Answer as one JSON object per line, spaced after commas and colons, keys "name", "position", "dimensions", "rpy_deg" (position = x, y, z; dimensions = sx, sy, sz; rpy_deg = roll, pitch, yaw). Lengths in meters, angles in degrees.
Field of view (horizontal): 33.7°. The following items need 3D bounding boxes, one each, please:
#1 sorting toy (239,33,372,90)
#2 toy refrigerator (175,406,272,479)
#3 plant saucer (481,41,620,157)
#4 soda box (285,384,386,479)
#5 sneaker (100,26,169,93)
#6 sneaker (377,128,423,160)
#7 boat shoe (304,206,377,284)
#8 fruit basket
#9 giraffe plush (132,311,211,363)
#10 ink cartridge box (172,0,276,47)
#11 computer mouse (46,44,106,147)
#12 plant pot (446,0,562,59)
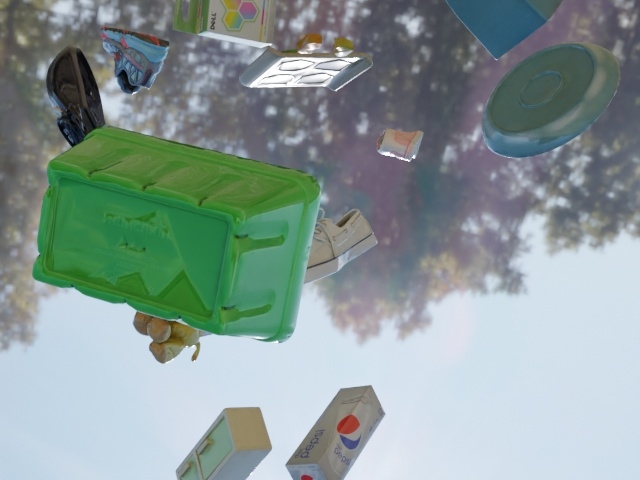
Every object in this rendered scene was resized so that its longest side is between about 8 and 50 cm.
{"name": "sorting toy", "position": [-0.015, -0.372, 2.172], "dimensions": [0.229, 0.041, 0.307], "rpy_deg": [0, 171, -23]}
{"name": "toy refrigerator", "position": [-0.210, 0.460, 2.209], "dimensions": [0.094, 0.269, 0.102], "rpy_deg": [4, -130, -33]}
{"name": "plant saucer", "position": [0.467, -0.305, 2.205], "dimensions": [0.044, 0.317, 0.317], "rpy_deg": [45, -178, -34]}
{"name": "soda box", "position": [0.039, 0.451, 2.405], "dimensions": [0.098, 0.091, 0.286], "rpy_deg": [-11, -156, 37]}
{"name": "sneaker", "position": [-0.399, -0.367, 2.166], "dimensions": [0.104, 0.125, 0.262], "rpy_deg": [13, -173, -27]}
{"name": "sneaker", "position": [0.139, -0.174, 1.858], "dimensions": [0.070, 0.051, 0.134], "rpy_deg": [18, -164, 9]}
{"name": "boat shoe", "position": [0.007, -0.003, 2.637], "dimensions": [0.136, 0.156, 0.367], "rpy_deg": [-20, -173, 41]}
{"name": "fruit basket", "position": [-0.181, 0.004, 1.507], "dimensions": [0.392, 0.283, 0.392], "rpy_deg": [11, -169, -2]}
{"name": "giraffe plush", "position": [-0.382, 0.195, 2.587], "dimensions": [0.170, 0.181, 0.210], "rpy_deg": [19, 180, 34]}
{"name": "ink cartridge box", "position": [-0.202, -0.485, 2.249], "dimensions": [0.209, 0.109, 0.062], "rpy_deg": [7, 179, -27]}
{"name": "computer mouse", "position": [-0.405, -0.214, 1.733], "dimensions": [0.072, 0.188, 0.272], "rpy_deg": [-21, -131, 2]}
{"name": "plant pot", "position": [0.320, -0.493, 1.934], "dimensions": [0.234, 0.165, 0.165], "rpy_deg": [42, -120, -10]}
